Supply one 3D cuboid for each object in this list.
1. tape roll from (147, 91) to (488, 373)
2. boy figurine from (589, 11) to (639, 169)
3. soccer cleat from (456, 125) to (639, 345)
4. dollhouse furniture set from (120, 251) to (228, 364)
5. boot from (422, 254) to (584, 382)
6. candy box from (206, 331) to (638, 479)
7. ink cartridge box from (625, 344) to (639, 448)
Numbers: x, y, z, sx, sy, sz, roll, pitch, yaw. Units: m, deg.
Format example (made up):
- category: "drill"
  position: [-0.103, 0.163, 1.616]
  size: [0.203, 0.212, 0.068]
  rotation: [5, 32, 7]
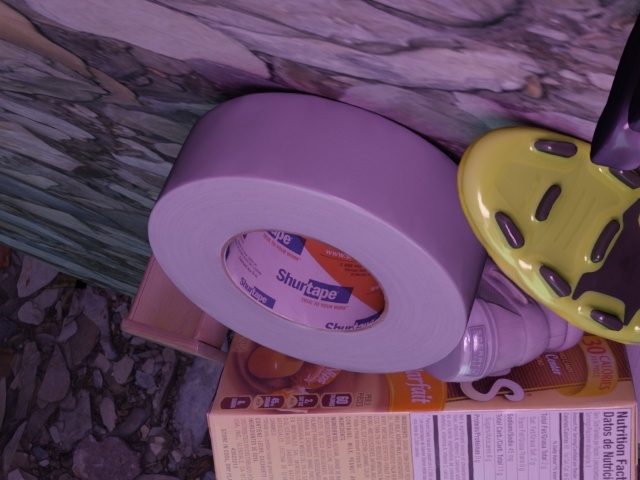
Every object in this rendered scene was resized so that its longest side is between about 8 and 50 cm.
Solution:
- category: "tape roll"
  position: [0.000, 0.000, 0.969]
  size: [0.219, 0.072, 0.219]
  rotation: [15, 149, 9]
- category: "boy figurine"
  position: [0.239, -0.017, 0.495]
  size: [0.285, 0.092, 0.177]
  rotation: [24, 169, -4]
- category: "soccer cleat"
  position: [0.179, 0.016, 0.857]
  size: [0.289, 0.093, 0.121]
  rotation: [25, 177, -28]
- category: "dollhouse furniture set"
  position: [-0.043, 0.052, 1.374]
  size: [0.212, 0.161, 0.242]
  rotation: [12, 169, 44]
- category: "boot"
  position: [0.096, 0.032, 1.160]
  size: [0.123, 0.095, 0.258]
  rotation: [-7, -152, -28]
- category: "candy box"
  position: [0.083, 0.121, 1.161]
  size: [0.317, 0.087, 0.183]
  rotation: [-3, -155, 7]
- category: "ink cartridge box"
  position: [0.304, 0.129, 1.239]
  size: [0.209, 0.109, 0.062]
  rotation: [14, 170, 34]
